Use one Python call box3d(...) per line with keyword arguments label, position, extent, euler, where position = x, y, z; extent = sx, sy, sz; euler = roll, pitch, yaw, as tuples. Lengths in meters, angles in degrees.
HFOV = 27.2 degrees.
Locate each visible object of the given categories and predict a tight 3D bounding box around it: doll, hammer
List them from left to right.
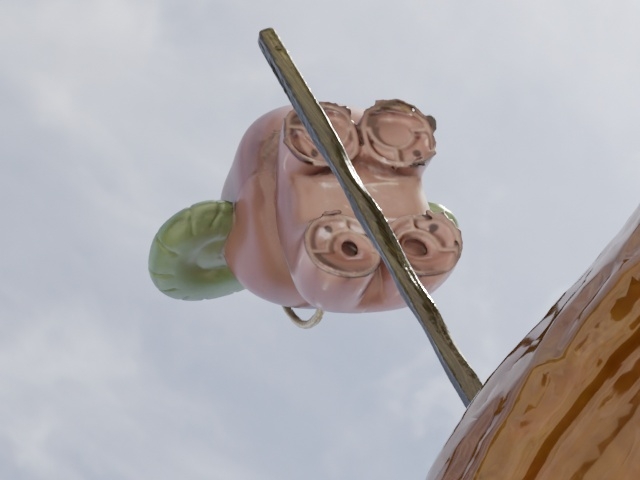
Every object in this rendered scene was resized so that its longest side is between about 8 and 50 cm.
box3d(label="doll", position=(0.000, 0.000, 1.148), extent=(0.284, 0.268, 0.216), euler=(0, -120, -16))
box3d(label="hammer", position=(0.037, 0.010, 0.603), extent=(0.058, 0.029, 0.292), euler=(-18, -118, -22))

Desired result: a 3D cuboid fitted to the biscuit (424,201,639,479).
box3d(label="biscuit", position=(0.213, 0.149, 0.443), extent=(0.350, 0.078, 0.455), euler=(-24, -78, -18))
